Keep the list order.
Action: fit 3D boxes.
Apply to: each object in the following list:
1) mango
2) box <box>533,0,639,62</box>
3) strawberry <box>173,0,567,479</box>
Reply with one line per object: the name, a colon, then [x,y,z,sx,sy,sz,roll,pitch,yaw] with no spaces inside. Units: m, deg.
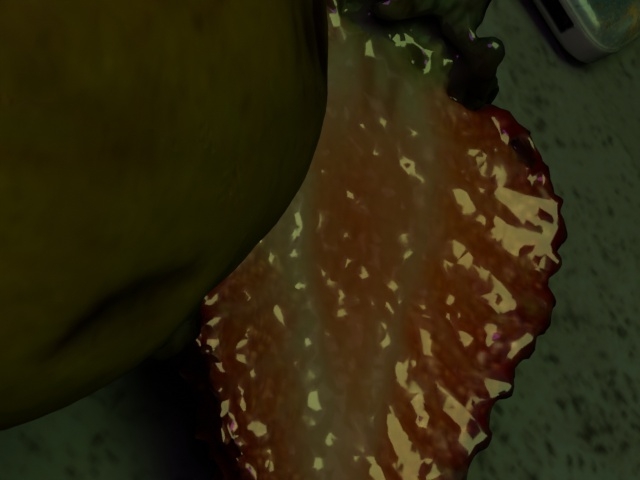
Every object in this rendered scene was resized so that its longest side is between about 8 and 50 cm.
mango: [-0.190,-0.109,0.478,0.445,0.220,0.301,30,40,-33]
box: [0.183,-0.210,1.007,0.285,0.044,0.142,-38,99,-44]
strawberry: [0.000,0.000,0.708,0.188,0.106,0.286,19,70,-27]
